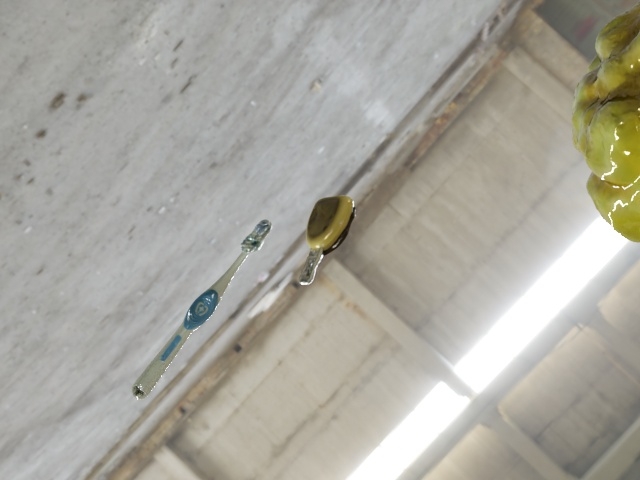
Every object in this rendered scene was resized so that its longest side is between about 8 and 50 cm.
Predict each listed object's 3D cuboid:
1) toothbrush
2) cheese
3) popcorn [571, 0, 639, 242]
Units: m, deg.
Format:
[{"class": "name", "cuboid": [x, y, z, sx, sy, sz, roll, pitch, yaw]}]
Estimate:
[{"class": "toothbrush", "cuboid": [-0.194, 0.116, 1.246, 0.386, 0.040, 0.040, -51, 174, 19]}, {"class": "cheese", "cuboid": [0.001, 0.000, 1.288, 0.086, 0.036, 0.162, -2, -121, 43]}, {"class": "popcorn", "cuboid": [0.355, -0.111, 0.658, 0.336, 0.279, 0.274, -28, 127, -15]}]
